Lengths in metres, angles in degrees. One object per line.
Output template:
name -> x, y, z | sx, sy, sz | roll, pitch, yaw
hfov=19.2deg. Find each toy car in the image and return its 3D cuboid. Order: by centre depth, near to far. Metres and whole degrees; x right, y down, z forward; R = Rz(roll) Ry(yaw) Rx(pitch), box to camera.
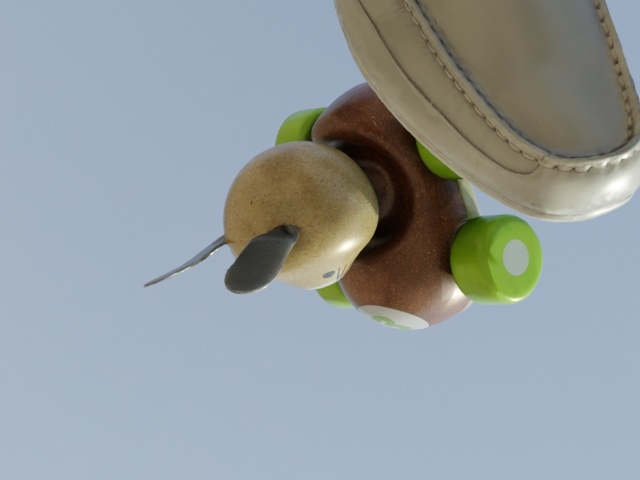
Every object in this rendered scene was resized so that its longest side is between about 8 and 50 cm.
toy car -> 0.000, 0.000, 1.071 | 0.155, 0.188, 0.149 | -4, -74, 50

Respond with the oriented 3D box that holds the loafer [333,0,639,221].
loafer -> 0.053, -0.151, 0.854 | 0.319, 0.112, 0.111 | 59, -27, 25
